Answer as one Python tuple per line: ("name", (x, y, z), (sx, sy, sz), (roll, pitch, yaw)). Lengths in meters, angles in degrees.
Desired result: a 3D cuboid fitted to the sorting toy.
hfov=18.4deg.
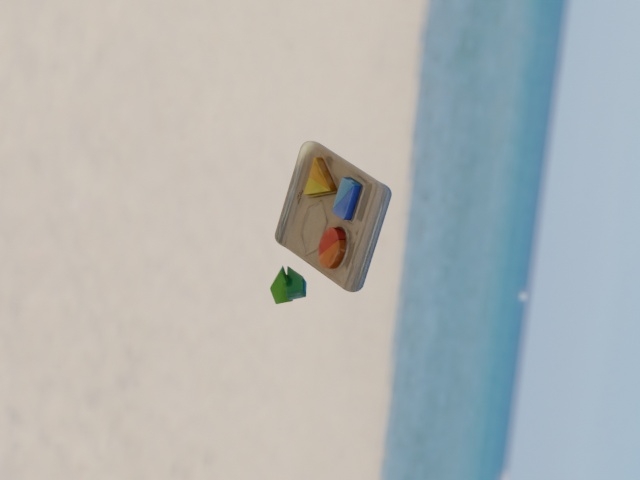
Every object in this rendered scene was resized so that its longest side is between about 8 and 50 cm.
("sorting toy", (0.000, 0.000, 0.964), (0.012, 0.062, 0.083), (-1, 115, -45))
